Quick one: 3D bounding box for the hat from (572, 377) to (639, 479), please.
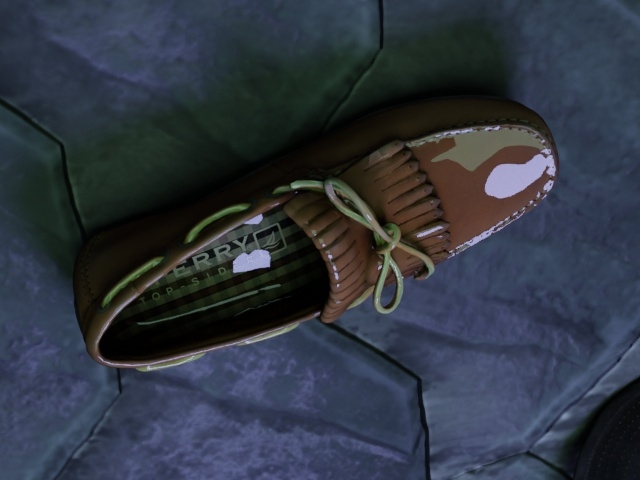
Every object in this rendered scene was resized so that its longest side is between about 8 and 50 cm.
[{"bbox_3d":[0.375,0.265,1.389,0.331,0.331,0.134,-33,156,5],"label":"hat"}]

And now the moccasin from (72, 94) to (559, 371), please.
[{"bbox_3d":[-0.001,-0.003,1.200,0.380,0.147,0.139,-16,118,-5],"label":"moccasin"}]
